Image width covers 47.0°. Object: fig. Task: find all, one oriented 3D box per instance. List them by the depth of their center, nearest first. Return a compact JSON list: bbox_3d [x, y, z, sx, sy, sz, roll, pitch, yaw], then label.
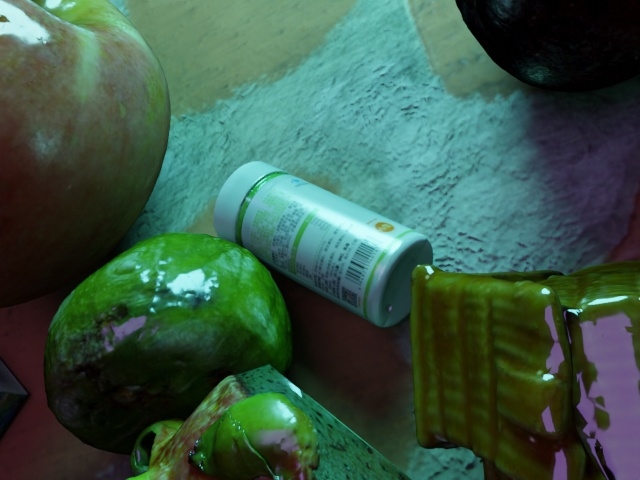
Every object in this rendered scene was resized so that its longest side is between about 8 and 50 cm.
[{"bbox_3d":[-0.124,0.055,0.637,0.203,0.203,0.235,-28,42,17],"label":"fig"}]

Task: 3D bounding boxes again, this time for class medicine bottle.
[{"bbox_3d":[0.000,0.000,0.637,0.183,0.086,0.086,27,87,31],"label":"medicine bottle"}]

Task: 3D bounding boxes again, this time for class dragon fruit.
[{"bbox_3d":[-0.002,0.191,0.481,0.295,0.268,0.130,35,80,23],"label":"dragon fruit"}]

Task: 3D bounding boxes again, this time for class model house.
[{"bbox_3d":[0.168,0.102,0.453,0.229,0.220,0.199,-8,81,25],"label":"model house"}]

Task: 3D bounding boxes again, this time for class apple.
[{"bbox_3d":[-0.334,-0.114,0.698,0.364,0.364,0.363,-9,70,25],"label":"apple"}]

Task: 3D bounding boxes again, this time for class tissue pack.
[{"bbox_3d":[-0.387,0.181,0.782,0.085,0.079,0.111,35,91,31],"label":"tissue pack"}]

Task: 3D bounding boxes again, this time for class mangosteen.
[{"bbox_3d":[0.204,-0.216,0.540,0.216,0.216,0.216,-9,70,25],"label":"mangosteen"}]
